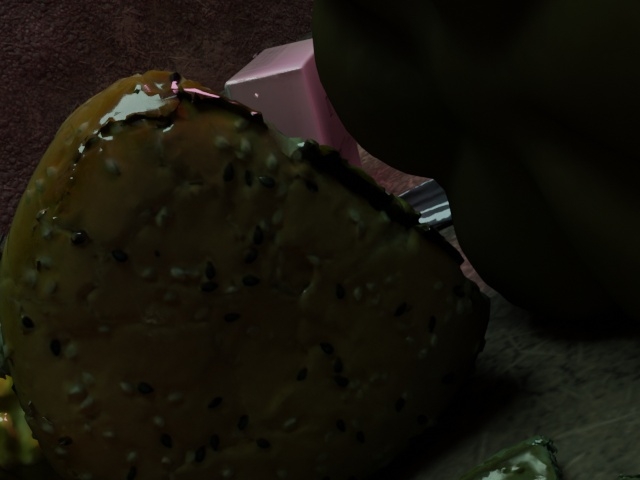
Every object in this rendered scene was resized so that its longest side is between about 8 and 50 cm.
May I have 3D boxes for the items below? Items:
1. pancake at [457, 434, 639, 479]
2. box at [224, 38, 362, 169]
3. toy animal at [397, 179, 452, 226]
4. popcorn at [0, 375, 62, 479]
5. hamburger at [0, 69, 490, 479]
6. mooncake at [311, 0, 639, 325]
[{"bbox_3d":[0.116,0.166,0.510,0.254,0.037,0.253,-26,16,8],"label":"pancake"},{"bbox_3d":[-0.027,-0.132,1.332,0.106,0.203,0.251,-10,17,13],"label":"box"},{"bbox_3d":[-0.032,0.012,1.138,0.367,0.081,0.206,-21,-1,35],"label":"toy animal"},{"bbox_3d":[-0.243,0.108,0.976,0.174,0.225,0.286,1,8,-14],"label":"popcorn"},{"bbox_3d":[-0.069,0.055,0.727,0.276,0.318,0.195,-58,20,3],"label":"hamburger"},{"bbox_3d":[0.176,-0.156,0.671,0.262,0.467,0.467,-36,17,-15],"label":"mooncake"}]
